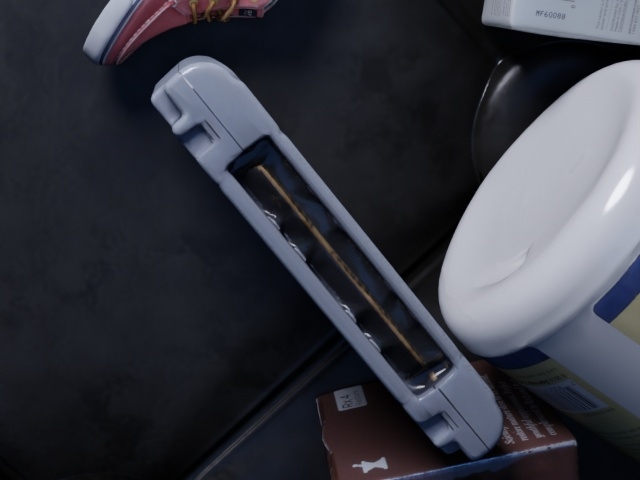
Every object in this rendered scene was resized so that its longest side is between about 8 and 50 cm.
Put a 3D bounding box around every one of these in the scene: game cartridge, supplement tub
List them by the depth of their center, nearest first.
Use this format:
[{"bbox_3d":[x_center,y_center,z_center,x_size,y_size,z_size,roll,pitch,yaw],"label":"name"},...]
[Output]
[{"bbox_3d":[0.000,0.000,0.680,0.062,0.198,0.297,-38,105,5],"label":"game cartridge"},{"bbox_3d":[0.267,0.051,0.702,0.316,0.228,0.228,34,98,-12],"label":"supplement tub"}]

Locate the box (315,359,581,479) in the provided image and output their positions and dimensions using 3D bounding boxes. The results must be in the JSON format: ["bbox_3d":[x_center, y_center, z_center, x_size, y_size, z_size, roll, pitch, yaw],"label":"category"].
[{"bbox_3d":[0.100,0.221,0.758,0.167,0.168,0.203,-11,105,-2],"label":"box"}]

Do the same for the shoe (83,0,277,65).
[{"bbox_3d":[-0.079,-0.172,0.700,0.081,0.063,0.178,42,92,-8],"label":"shoe"}]

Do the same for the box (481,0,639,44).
[{"bbox_3d":[0.177,-0.193,0.706,0.102,0.087,0.101,7,103,-7],"label":"box"}]
